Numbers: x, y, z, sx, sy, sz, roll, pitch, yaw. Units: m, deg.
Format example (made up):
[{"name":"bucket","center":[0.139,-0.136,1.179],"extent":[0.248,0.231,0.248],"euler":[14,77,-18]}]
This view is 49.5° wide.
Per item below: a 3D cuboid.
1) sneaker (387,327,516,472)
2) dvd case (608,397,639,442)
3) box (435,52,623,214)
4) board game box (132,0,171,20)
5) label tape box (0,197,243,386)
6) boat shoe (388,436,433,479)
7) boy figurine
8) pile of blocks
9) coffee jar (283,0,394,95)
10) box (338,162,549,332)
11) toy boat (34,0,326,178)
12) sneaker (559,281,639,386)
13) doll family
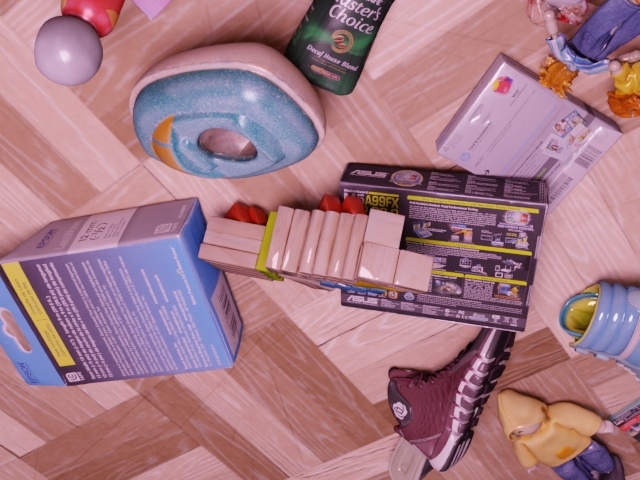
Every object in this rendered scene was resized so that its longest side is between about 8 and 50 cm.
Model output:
[{"name":"sneaker","center":[0.190,0.214,1.111],"extent":[0.163,0.106,0.281],"euler":[27,100,31]},{"name":"dvd case","center":[0.574,0.316,1.205],"extent":[0.119,0.013,0.087],"euler":[34,120,-18]},{"name":"box","center":[0.267,-0.133,0.900],"extent":[0.186,0.038,0.145],"euler":[25,123,-14]},{"name":"board game box","center":[-0.181,-0.449,0.694],"extent":[0.318,0.066,0.319],"euler":[-36,115,25]},{"name":"label tape box","center":[-0.320,0.088,1.047],"extent":[0.348,0.115,0.249],"euler":[-7,123,12]},{"name":"boat shoe","center":[0.199,0.335,1.217],"extent":[0.079,0.084,0.233],"euler":[-3,127,-42]},{"name":"boy figurine","center":[0.410,0.343,1.189],"extent":[0.177,0.092,0.285],"euler":[-35,119,27]},{"name":"pile of blocks","center":[0.000,0.000,0.926],"extent":[0.362,0.112,0.149],"euler":[5,167,36]},{"name":"coffee jar","center":[0.034,-0.267,0.798],"extent":[0.096,0.079,0.184],"euler":[22,122,-11]},{"name":"box","center":[0.162,0.011,0.962],"extent":[0.270,0.060,0.216],"euler":[7,125,14]},{"name":"toy boat","center":[-0.165,-0.162,0.785],"extent":[0.268,0.148,0.318],"euler":[-7,146,41]},{"name":"sneaker","center":[0.474,0.161,1.055],"extent":[0.208,0.127,0.319],"euler":[6,142,24]},{"name":"doll family","center":[0.334,-0.213,0.775],"extent":[0.263,0.118,0.163],"euler":[23,155,-11]}]
